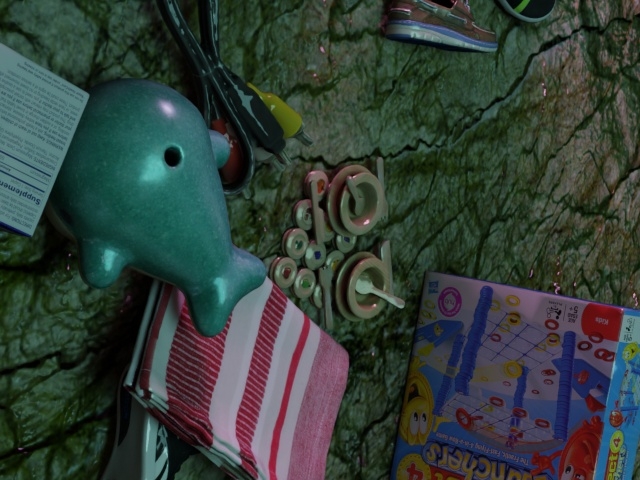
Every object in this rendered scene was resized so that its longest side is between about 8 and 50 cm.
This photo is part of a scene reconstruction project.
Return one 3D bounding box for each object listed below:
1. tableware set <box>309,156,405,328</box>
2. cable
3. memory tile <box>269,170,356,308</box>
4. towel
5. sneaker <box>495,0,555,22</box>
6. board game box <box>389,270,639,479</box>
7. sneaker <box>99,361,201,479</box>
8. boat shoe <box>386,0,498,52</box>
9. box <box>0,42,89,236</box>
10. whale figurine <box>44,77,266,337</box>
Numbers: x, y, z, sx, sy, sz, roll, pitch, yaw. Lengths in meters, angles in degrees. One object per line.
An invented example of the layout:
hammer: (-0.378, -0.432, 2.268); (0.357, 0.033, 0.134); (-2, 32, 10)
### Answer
tableware set: (0.053, 0.006, 1.606); (0.128, 0.039, 0.194); (-22, 114, -42)
cable: (-0.116, -0.163, 1.416); (0.139, 0.072, 0.287); (-43, 120, -16)
memory tile: (0.000, 0.000, 1.589); (0.113, 0.012, 0.148); (31, 75, -45)
towel: (-0.076, 0.140, 1.465); (0.329, 0.037, 0.237); (46, 43, -41)
sneaker: (0.261, -0.368, 1.725); (0.084, 0.097, 0.235); (-57, 132, -21)
board game box: (0.245, 0.210, 1.672); (0.086, 0.308, 0.302); (10, 90, -46)
sneaker: (-0.161, 0.237, 1.419); (0.121, 0.079, 0.217); (13, 87, -45)
boat shoe: (0.158, -0.271, 1.660); (0.183, 0.066, 0.066); (2, 95, -46)
box: (-0.282, -0.090, 1.127); (0.126, 0.072, 0.137); (30, 77, -44)
whale figurine: (-0.146, -0.033, 1.303); (0.272, 0.141, 0.216); (53, 58, -18)
